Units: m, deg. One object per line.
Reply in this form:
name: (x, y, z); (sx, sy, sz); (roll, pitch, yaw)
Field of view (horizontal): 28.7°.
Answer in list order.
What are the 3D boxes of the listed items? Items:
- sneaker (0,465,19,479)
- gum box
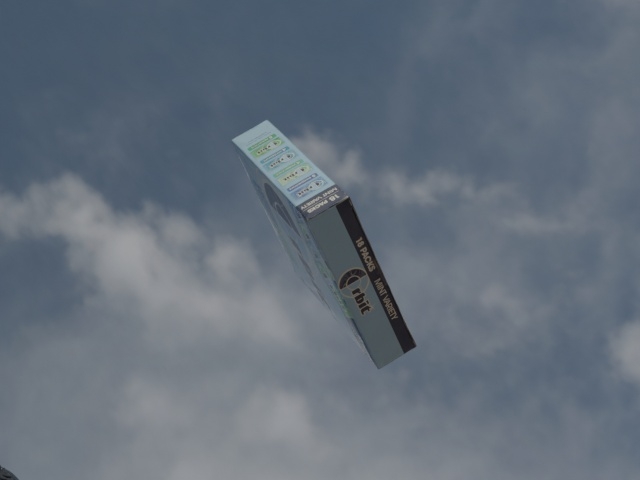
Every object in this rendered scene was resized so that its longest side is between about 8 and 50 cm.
sneaker: (-0.339, 0.203, 1.039); (0.069, 0.209, 0.082); (40, -114, -65)
gum box: (0.000, 0.000, 1.044); (0.041, 0.184, 0.157); (-30, -58, -9)
